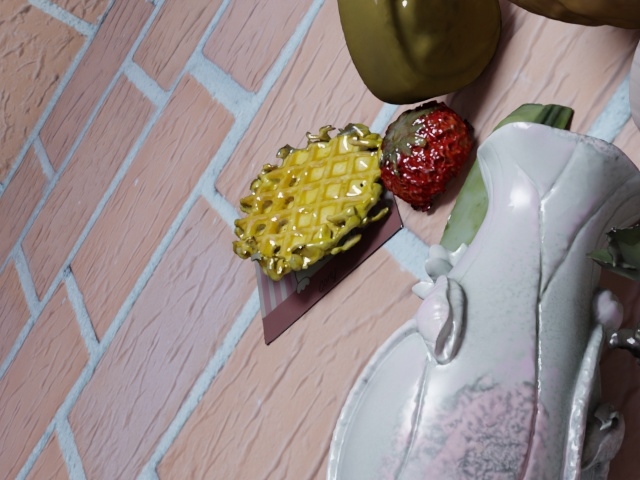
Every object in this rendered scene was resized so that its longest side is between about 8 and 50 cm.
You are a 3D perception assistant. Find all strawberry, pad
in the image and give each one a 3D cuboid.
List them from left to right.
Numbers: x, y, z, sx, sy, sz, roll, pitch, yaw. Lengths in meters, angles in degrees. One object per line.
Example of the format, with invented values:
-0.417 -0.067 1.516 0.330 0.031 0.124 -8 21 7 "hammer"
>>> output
0.000 0.000 1.347 0.300 0.005 0.202 -42 39 28 "pad"
0.132 -0.118 1.180 0.145 0.086 0.145 -31 44 36 "strawberry"

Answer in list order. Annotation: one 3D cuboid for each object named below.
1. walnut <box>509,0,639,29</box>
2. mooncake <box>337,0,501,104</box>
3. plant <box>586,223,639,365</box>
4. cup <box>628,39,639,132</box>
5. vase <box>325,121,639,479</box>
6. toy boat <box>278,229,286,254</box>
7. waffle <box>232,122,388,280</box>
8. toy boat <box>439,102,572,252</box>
0.303 -0.367 0.874 0.354 0.398 0.308 29 125 56 "walnut"
0.131 -0.288 1.160 0.117 0.235 0.235 -4 65 51 "mooncake"
0.309 0.064 0.709 0.142 0.131 0.203 -44 71 35 "plant"
0.421 -0.125 0.688 0.288 0.208 0.273 -54 33 15 "cup"
0.173 0.113 0.848 0.250 0.250 0.445 1 64 54 "vase"
-0.053 0.004 1.377 0.149 0.034 0.105 -7 56 49 "toy boat"
-0.021 -0.066 1.318 0.280 0.060 0.262 -47 40 4 "waffle"
0.204 -0.039 1.056 0.093 0.055 0.293 20 84 59 "toy boat"
